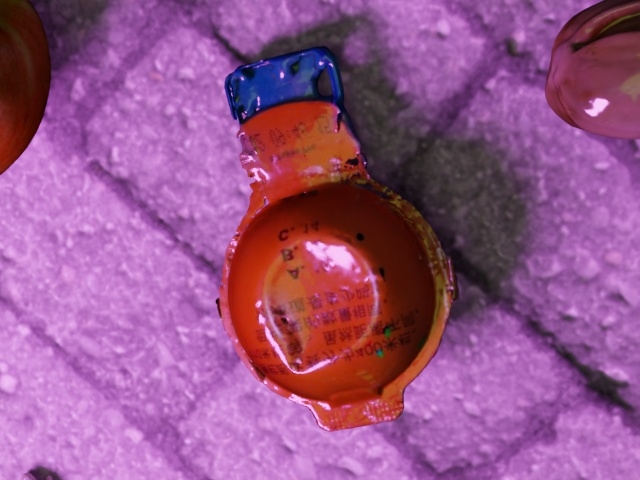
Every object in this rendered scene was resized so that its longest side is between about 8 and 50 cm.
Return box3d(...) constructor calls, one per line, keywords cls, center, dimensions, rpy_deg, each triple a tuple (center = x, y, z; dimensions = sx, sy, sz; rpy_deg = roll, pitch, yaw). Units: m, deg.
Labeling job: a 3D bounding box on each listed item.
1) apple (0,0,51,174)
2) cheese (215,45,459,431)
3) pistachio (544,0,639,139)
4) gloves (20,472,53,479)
box3d(cls="apple", center=(-0.357, -0.141, 1.187), dimensions=(0.226, 0.246, 0.246), rpy_deg=(-40, 94, 24))
box3d(cls="cheese", center=(0.000, 0.000, 1.219), dimensions=(0.216, 0.129, 0.329), rpy_deg=(-15, 89, 17))
box3d(cls="pistachio", center=(0.283, -0.140, 1.137), dimensions=(0.206, 0.131, 0.130), rpy_deg=(-8, 58, 8))
box3d(cls="gloves", center=(-0.266, 0.260, 1.377), dimensions=(0.044, 0.037, 0.081), rpy_deg=(-40, 88, -19))
